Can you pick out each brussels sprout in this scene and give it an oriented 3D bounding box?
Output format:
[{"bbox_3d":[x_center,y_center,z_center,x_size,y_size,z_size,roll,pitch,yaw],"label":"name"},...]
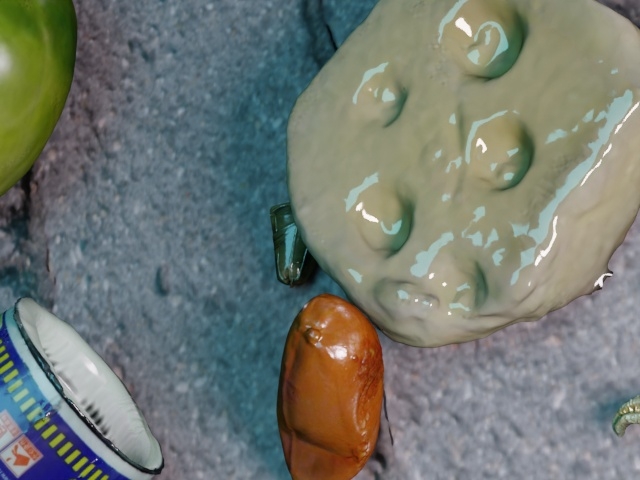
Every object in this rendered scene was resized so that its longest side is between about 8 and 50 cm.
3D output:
[{"bbox_3d":[-0.390,-0.185,1.593,0.344,0.268,0.344,-15,66,36],"label":"brussels sprout"}]

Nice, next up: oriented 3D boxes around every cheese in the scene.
[{"bbox_3d":[0.129,-0.073,1.316,0.326,0.115,0.318,-11,66,29],"label":"cheese"}]

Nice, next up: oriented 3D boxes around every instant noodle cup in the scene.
[{"bbox_3d":[-0.311,0.220,1.407,0.312,0.284,0.284,-39,55,3],"label":"instant noodle cup"}]

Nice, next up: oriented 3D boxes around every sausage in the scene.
[{"bbox_3d":[0.008,0.122,1.306,0.089,0.089,0.179,38,138,36],"label":"sausage"}]

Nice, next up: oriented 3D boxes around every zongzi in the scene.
[{"bbox_3d":[0.000,0.000,1.424,0.083,0.040,0.076,-9,74,8],"label":"zongzi"}]

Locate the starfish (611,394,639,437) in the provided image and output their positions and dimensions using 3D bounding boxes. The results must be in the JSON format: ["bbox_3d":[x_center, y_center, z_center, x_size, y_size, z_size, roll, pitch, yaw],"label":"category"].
[{"bbox_3d":[0.302,0.094,1.179,0.208,0.053,0.176,-33,57,14],"label":"starfish"}]
